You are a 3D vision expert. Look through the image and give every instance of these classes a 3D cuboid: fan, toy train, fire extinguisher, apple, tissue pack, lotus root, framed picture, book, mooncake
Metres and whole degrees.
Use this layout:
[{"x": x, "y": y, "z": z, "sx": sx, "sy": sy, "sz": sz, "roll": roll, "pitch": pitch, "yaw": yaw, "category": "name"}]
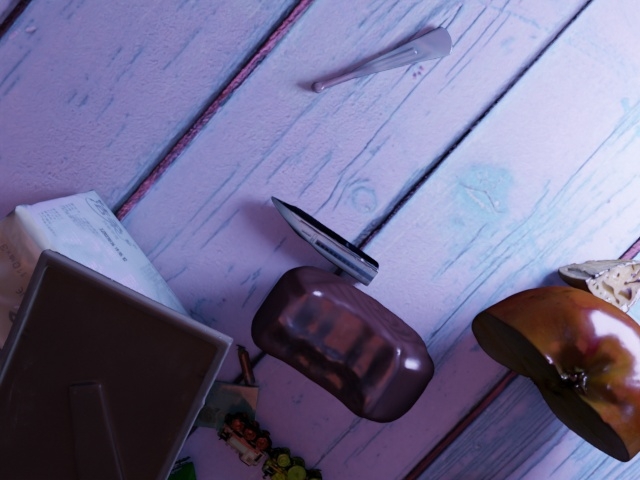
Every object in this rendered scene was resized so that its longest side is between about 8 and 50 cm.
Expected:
[{"x": 0.118, "y": -0.333, "z": 1.440, "sx": 0.282, "sy": 0.023, "sz": 0.057, "roll": -21, "pitch": 104, "yaw": 4, "category": "fan"}, {"x": 0.000, "y": -0.001, "z": 1.467, "sx": 0.252, "sy": 0.055, "sz": 0.048, "roll": 35, "pitch": 105, "yaw": -2, "category": "toy train"}, {"x": -0.153, "y": 0.249, "z": 1.513, "sx": 0.028, "sy": 0.022, "sz": 0.083, "roll": -10, "pitch": 97, "yaw": 33, "category": "fire extinguisher"}, {"x": 0.438, "y": 0.229, "z": 1.324, "sx": 0.329, "sy": 0.365, "sz": 0.295, "roll": 4, "pitch": 78, "yaw": 5, "category": "apple"}, {"x": -0.413, "y": 0.130, "z": 1.355, "sx": 0.205, "sy": 0.332, "sz": 0.405, "roll": -36, "pitch": 94, "yaw": 9, "category": "tissue pack"}, {"x": -0.100, "y": 0.435, "z": 1.506, "sx": 0.250, "sy": 0.053, "sz": 0.085, "roll": 41, "pitch": 96, "yaw": -9, "category": "toy train"}, {"x": 0.533, "y": 0.085, "z": 1.422, "sx": 0.159, "sy": 0.135, "sz": 0.095, "roll": -6, "pitch": 98, "yaw": -11, "category": "lotus root"}, {"x": -0.371, "y": 0.278, "z": 1.194, "sx": 0.326, "sy": 0.028, "sz": 0.446, "roll": 27, "pitch": 101, "yaw": 0, "category": "framed picture"}, {"x": -0.196, "y": 0.337, "z": 1.526, "sx": 0.135, "sy": 0.017, "sz": 0.103, "roll": 8, "pitch": 96, "yaw": 0, "category": "book"}, {"x": 0.034, "y": 0.173, "z": 1.359, "sx": 0.326, "sy": 0.334, "sz": 0.174, "roll": 40, "pitch": 96, "yaw": 37, "category": "mooncake"}]

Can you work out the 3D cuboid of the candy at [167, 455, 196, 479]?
[{"x": -0.288, "y": 0.552, "z": 1.525, "sx": 0.141, "sy": 0.078, "sz": 0.203, "roll": -23, "pitch": 90, "yaw": 4, "category": "candy"}]
